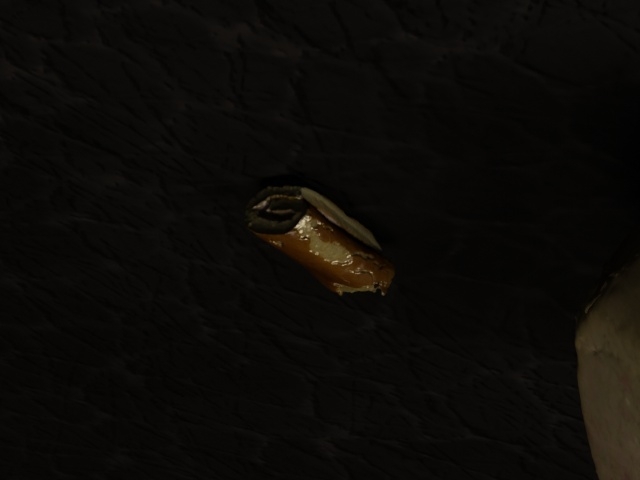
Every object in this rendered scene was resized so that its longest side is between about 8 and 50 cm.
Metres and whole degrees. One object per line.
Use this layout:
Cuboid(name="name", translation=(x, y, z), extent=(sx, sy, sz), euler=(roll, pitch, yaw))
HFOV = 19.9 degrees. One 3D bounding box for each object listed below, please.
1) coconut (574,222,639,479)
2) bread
Cuboid(name="coconut", translation=(0.240, 0.073, 0.822), extent=(0.259, 0.259, 0.259), euler=(11, 153, 6))
Cuboid(name="bread", translation=(0.000, 0.000, 0.992), extent=(0.047, 0.036, 0.083), euler=(1, 153, 42))
